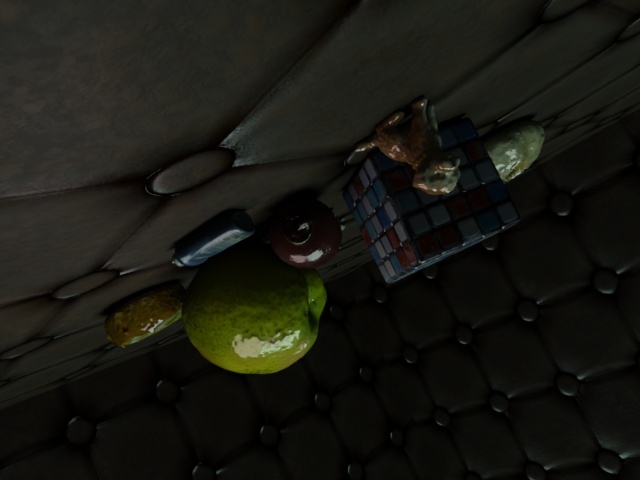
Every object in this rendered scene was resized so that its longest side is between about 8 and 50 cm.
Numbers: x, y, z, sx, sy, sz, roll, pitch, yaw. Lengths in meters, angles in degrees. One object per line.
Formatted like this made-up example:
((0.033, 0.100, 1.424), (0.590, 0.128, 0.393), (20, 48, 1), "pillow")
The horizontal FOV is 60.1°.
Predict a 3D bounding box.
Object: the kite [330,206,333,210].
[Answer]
((-0.049, -0.027, 1.676), (0.232, 0.009, 0.189), (-43, 152, 23), "kite")

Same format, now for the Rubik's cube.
((0.262, -0.091, 1.390), (0.293, 0.291, 0.287), (-21, 171, -15), "Rubik's cube")

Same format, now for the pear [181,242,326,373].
((-0.166, 0.182, 1.490), (0.391, 0.390, 0.391), (-25, 172, -4), "pear")

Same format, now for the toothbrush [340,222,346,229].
((-0.003, 0.003, 2.066), (0.294, 0.026, 0.028), (-33, -176, 40), "toothbrush")

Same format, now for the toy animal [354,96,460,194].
((0.178, -0.156, 1.096), (0.184, 0.185, 0.104), (-30, 172, 28), "toy animal")

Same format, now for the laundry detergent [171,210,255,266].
((-0.249, 0.005, 1.234), (0.206, 0.061, 0.097), (-29, 173, 20), "laundry detergent")

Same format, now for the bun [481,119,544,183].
((0.591, -0.267, 1.771), (0.287, 0.146, 0.287), (-28, 173, -4), "bun")

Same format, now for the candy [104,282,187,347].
((-0.499, 0.219, 1.621), (0.260, 0.117, 0.260), (-27, 174, -3), "candy")

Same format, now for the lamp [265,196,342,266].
((-0.041, -0.020, 1.367), (0.180, 0.180, 0.258), (-27, 171, 6), "lamp")
